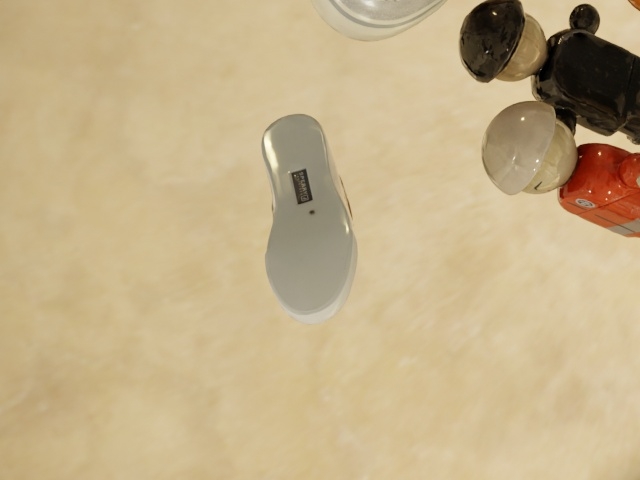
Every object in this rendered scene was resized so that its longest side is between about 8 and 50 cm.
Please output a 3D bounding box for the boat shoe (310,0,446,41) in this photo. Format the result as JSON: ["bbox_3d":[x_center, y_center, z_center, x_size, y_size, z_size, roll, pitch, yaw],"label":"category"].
[{"bbox_3d":[0.072,-0.191,0.894,0.079,0.081,0.227,36,76,-4],"label":"boat shoe"}]

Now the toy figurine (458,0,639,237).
[{"bbox_3d":[0.190,-0.124,1.228,0.148,0.213,0.209,23,122,-15],"label":"toy figurine"}]

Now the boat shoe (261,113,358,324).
[{"bbox_3d":[0.000,0.000,1.420,0.065,0.083,0.183,-13,49,9],"label":"boat shoe"}]

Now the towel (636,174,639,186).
[{"bbox_3d":[0.258,-0.139,0.945,0.049,0.187,0.282,41,116,3],"label":"towel"}]
